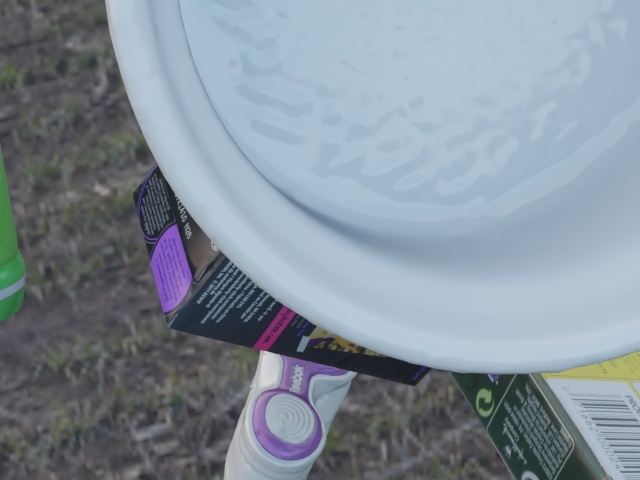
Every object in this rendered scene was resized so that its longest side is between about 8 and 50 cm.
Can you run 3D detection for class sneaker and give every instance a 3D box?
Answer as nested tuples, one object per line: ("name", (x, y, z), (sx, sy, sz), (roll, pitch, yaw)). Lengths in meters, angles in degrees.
("sneaker", (-0.047, 0.194, 1.712), (0.114, 0.152, 0.305), (27, 28, 2))

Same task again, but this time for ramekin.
("ramekin", (0.056, -0.102, 0.552), (0.277, 0.277, 0.135), (-15, 13, -10))

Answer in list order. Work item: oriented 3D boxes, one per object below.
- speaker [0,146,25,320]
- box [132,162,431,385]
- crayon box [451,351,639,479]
("speaker", (-0.347, -0.072, 1.405), (0.131, 0.296, 0.131), (-6, 17, 2))
("box", (0.000, 0.000, 1.334), (0.270, 0.143, 0.165), (17, 38, -35))
("crayon box", (0.278, 0.141, 1.127), (0.319, 0.081, 0.202), (4, 35, -28))
